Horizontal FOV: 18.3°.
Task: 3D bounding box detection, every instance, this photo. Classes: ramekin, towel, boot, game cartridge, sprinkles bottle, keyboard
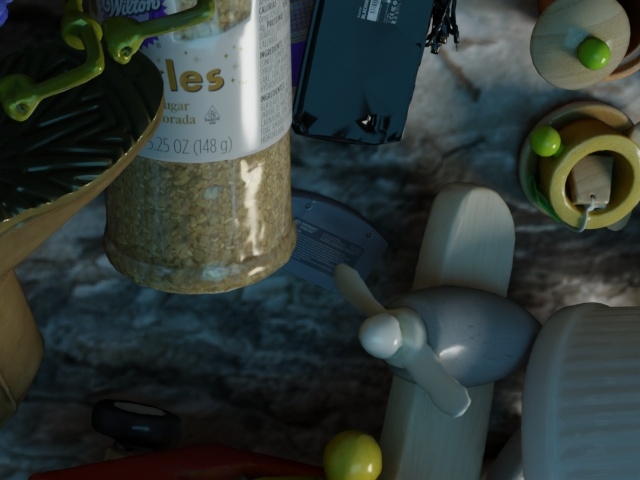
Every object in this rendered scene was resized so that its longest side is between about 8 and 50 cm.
[{"bbox_3d":[0.219,0.137,1.271,0.109,0.207,0.207,-10,127,29],"label":"ramekin"},{"bbox_3d":[-0.004,-0.124,1.231,0.083,0.009,0.060,-12,121,-10],"label":"towel"},{"bbox_3d":[-0.188,0.016,1.152,0.236,0.089,0.269,-36,162,-15],"label":"boot"},{"bbox_3d":[0.000,0.000,1.297,0.083,0.017,0.056,26,111,-27],"label":"game cartridge"},{"bbox_3d":[-0.074,-0.148,1.133,0.121,0.121,0.355,-8,120,-12],"label":"sprinkles bottle"},{"bbox_3d":[0.043,-0.152,1.217,0.100,0.038,0.192,9,105,-17],"label":"keyboard"}]

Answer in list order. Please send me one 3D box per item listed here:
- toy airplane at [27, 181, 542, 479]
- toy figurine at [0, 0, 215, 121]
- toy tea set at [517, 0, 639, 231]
[{"bbox_3d":[0.047,0.214,1.273,0.384,0.272,0.386,-36,110,-15],"label":"toy airplane"},{"bbox_3d":[-0.229,-0.168,0.969,0.362,0.191,0.217,-21,128,33],"label":"toy figurine"},{"bbox_3d":[0.253,-0.046,1.280,0.336,0.124,0.200,25,108,-26],"label":"toy tea set"}]
